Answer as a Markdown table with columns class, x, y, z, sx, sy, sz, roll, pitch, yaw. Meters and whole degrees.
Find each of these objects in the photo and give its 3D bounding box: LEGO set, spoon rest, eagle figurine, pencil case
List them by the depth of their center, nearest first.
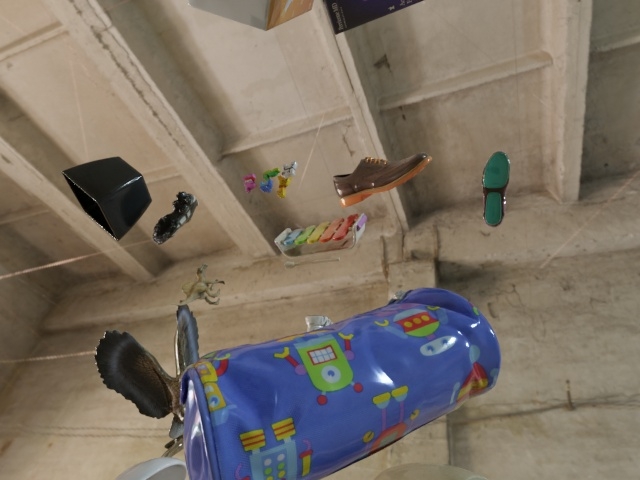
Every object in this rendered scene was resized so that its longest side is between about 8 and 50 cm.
| class | x | y | z | sx | sy | sz | roll | pitch | yaw |
| --- | --- | --- | --- | --- | --- | --- | --- | --- | --- |
| pencil case | 0.025 | 0.127 | 0.401 | 0.305 | 0.133 | 0.119 | -12 | -37 | -30 |
| spoon rest | -0.310 | 0.408 | 0.601 | 0.084 | 0.276 | 0.137 | 42 | -36 | 32 |
| eagle figurine | -0.339 | 0.316 | 1.006 | 0.225 | 0.226 | 0.298 | -41 | -106 | 2 |
| LEGO set | -0.173 | -0.205 | 1.605 | 0.227 | 0.093 | 0.087 | -13 | -29 | 24 |

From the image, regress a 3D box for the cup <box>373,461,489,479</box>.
| class | x | y | z | sx | sy | sz | roll | pitch | yaw |
| --- | --- | --- | --- | --- | --- | --- | --- | --- | --- |
| cup | 0.289 | 0.641 | 0.950 | 0.330 | 0.331 | 0.237 | 29 | -51 | -14 |

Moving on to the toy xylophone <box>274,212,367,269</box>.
| class | x | y | z | sx | sy | sz | roll | pitch | yaw |
| --- | --- | --- | --- | --- | --- | --- | --- | --- | --- |
| toy xylophone | 0.000 | 0.000 | 1.436 | 0.322 | 0.236 | 0.081 | -13 | -71 | 18 |

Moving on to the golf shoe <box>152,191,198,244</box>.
| class | x | y | z | sx | sy | sz | roll | pitch | yaw |
| --- | --- | --- | --- | --- | --- | --- | --- | --- | --- |
| golf shoe | -0.469 | -0.064 | 1.429 | 0.077 | 0.094 | 0.198 | 39 | -88 | 17 |

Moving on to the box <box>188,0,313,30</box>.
| class | x | y | z | sx | sy | sz | roll | pitch | yaw |
| --- | --- | --- | --- | --- | --- | --- | --- | --- | --- |
| box | -0.114 | -0.599 | 0.907 | 0.168 | 0.345 | 0.215 | 19 | -53 | 3 |

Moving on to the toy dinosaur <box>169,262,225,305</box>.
| class | x | y | z | sx | sy | sz | roll | pitch | yaw |
| --- | --- | --- | --- | --- | --- | --- | --- | --- | --- |
| toy dinosaur | -0.280 | 0.122 | 1.008 | 0.092 | 0.183 | 0.053 | 13 | -63 | -1 |

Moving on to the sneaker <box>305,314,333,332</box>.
| class | x | y | z | sx | sy | sz | roll | pitch | yaw |
| --- | --- | --- | --- | --- | --- | --- | --- | --- | --- |
| sneaker | 0.039 | 0.379 | 1.686 | 0.110 | 0.119 | 0.292 | -14 | -31 | 37 |

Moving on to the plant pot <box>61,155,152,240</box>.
| class | x | y | z | sx | sy | sz | roll | pitch | yaw |
| --- | --- | --- | --- | --- | --- | --- | --- | --- | --- |
| plant pot | -0.641 | -0.147 | 1.345 | 0.187 | 0.167 | 0.188 | 35 | -32 | 21 |

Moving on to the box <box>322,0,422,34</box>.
| class | x | y | z | sx | sy | sz | roll | pitch | yaw |
| --- | --- | --- | --- | --- | --- | --- | --- | --- | --- |
| box | 0.092 | -0.505 | 0.797 | 0.206 | 0.108 | 0.153 | -18 | -20 | 11 |

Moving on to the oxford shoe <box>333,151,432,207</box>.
| class | x | y | z | sx | sy | sz | roll | pitch | yaw |
| --- | --- | --- | --- | --- | --- | --- | --- | --- | --- |
| oxford shoe | 0.198 | -0.232 | 1.478 | 0.363 | 0.130 | 0.133 | -22 | -82 | 29 |

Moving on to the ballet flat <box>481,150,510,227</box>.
| class | x | y | z | sx | sy | sz | roll | pitch | yaw |
| --- | --- | --- | --- | --- | --- | --- | --- | --- | --- |
| ballet flat | 0.519 | -0.150 | 1.285 | 0.076 | 0.079 | 0.222 | 3 | -82 | 25 |
